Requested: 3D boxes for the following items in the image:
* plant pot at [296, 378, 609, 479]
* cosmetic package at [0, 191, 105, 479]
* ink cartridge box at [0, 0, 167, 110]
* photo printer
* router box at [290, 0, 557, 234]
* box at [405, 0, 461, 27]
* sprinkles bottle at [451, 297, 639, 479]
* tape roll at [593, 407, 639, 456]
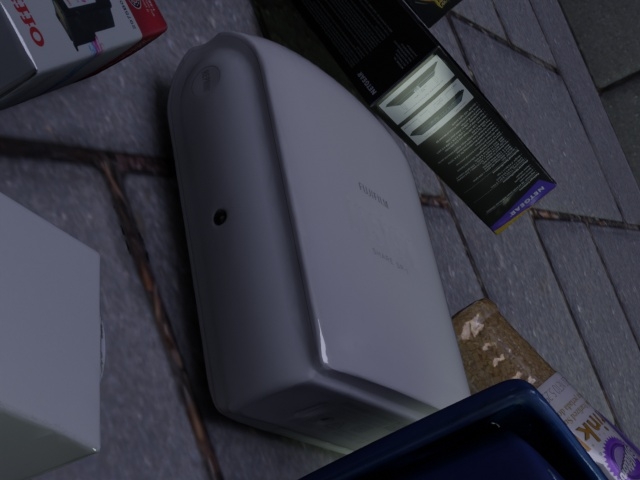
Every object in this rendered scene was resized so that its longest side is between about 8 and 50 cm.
[{"bbox_3d":[0.097,0.238,0.718,0.236,0.236,0.212,49,21,-32],"label":"plant pot"},{"bbox_3d":[-0.199,0.017,0.496,0.231,0.086,0.117,41,33,-46],"label":"cosmetic package"},{"bbox_3d":[-0.183,-0.155,0.705,0.127,0.072,0.175,62,23,-9],"label":"ink cartridge box"},{"bbox_3d":[0.000,0.000,0.888,0.256,0.107,0.307,31,41,-52],"label":"photo printer"},{"bbox_3d":[0.076,-0.175,1.132,0.243,0.081,0.309,39,15,-45],"label":"router box"},{"bbox_3d":[0.006,-0.396,1.219,0.295,0.073,0.293,40,15,-45],"label":"box"},{"bbox_3d":[0.218,0.212,0.971,0.355,0.121,0.121,46,21,13],"label":"sprinkles bottle"},{"bbox_3d":[0.327,0.295,1.152,0.275,0.090,0.275,48,1,-1],"label":"tape roll"}]
